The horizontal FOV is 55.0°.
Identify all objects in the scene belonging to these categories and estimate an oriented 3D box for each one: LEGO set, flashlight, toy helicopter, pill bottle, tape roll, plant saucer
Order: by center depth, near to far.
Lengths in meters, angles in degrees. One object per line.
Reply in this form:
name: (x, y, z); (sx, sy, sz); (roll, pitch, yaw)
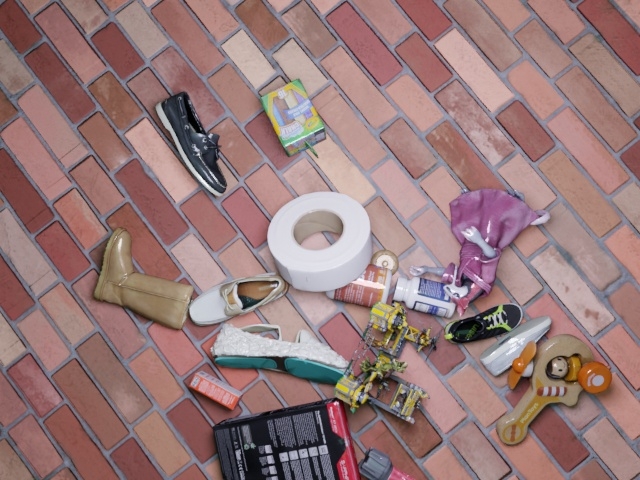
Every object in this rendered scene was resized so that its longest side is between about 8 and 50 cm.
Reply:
LEGO set: (0.207, 0.338, 1.642); (0.192, 0.255, 0.331); (21, 73, 31)
toy helicopter: (0.587, 0.404, 1.671); (0.235, 0.140, 0.355); (30, 103, -16)
flashlight: (0.255, 0.673, 1.686); (0.304, 0.103, 0.103); (31, 88, 4)
tape roll: (0.000, 0.000, 1.694); (0.286, 0.100, 0.286); (-5, 51, 6)
pill bottle: (0.294, 0.155, 1.736); (0.170, 0.094, 0.094); (14, 86, 4)
pill bottle: (0.085, 0.116, 1.737); (0.216, 0.121, 0.121); (12, 85, 3)
plant saucer: (0.187, 0.067, 1.790); (0.084, 0.015, 0.083); (0, 85, 3)

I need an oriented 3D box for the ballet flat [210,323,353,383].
ballet flat: (-0.103, 0.303, 1.730); (0.409, 0.147, 0.146); (8, 85, 4)

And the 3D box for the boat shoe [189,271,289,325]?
boat shoe: (-0.240, 0.159, 1.757); (0.302, 0.103, 0.113); (-23, 84, 1)

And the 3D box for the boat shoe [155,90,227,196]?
boat shoe: (-0.350, -0.290, 1.795); (0.113, 0.127, 0.340); (-35, 74, 11)

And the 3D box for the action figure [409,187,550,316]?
action figure: (0.432, 0.041, 1.689); (0.276, 0.248, 0.370); (24, 69, -21)

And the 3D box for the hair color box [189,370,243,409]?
hair color box: (-0.295, 0.425, 1.751); (0.141, 0.072, 0.043); (27, 87, 6)

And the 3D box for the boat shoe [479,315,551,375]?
boat shoe: (0.558, 0.297, 1.725); (0.228, 0.079, 0.081); (-35, 93, 4)

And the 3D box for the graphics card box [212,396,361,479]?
graphics card box: (-0.094, 0.581, 1.689); (0.371, 0.094, 0.232); (-15, 84, 10)

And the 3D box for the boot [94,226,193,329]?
boot: (-0.495, 0.109, 1.788); (0.270, 0.089, 0.236); (17, 96, 4)

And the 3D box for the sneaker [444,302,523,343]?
sneaker: (0.460, 0.241, 1.718); (0.235, 0.097, 0.084); (-21, 84, 1)

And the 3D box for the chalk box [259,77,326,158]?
chalk box: (-0.067, -0.330, 1.781); (0.132, 0.132, 0.213); (-25, 83, 0)
